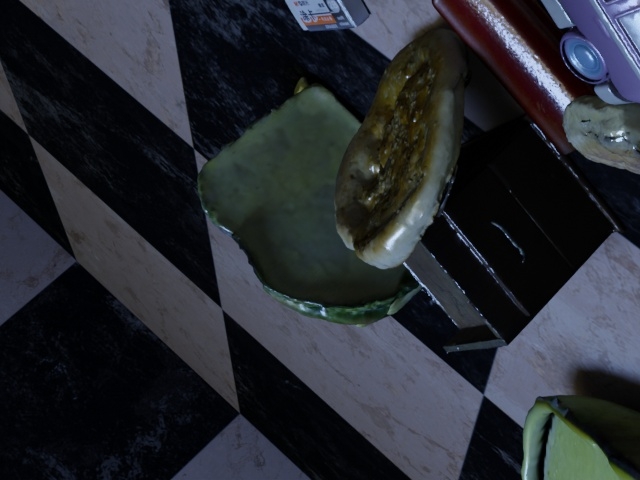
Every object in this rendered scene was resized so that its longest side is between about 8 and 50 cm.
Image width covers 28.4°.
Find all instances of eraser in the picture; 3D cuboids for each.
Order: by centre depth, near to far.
[{"bbox_3d":[0.006,-0.276,1.493,0.122,0.029,0.052,12,140,57],"label":"eraser"}]

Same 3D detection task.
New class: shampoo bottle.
[{"bbox_3d":[0.180,-0.203,1.222,0.260,0.064,0.102,49,161,-3],"label":"shampoo bottle"}]

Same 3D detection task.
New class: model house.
[{"bbox_3d":[0.000,0.000,1.700,0.321,0.261,0.266,46,163,16],"label":"model house"}]

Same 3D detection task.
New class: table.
[{"bbox_3d":[0.185,-0.004,1.396,0.169,0.193,0.172,50,160,-7],"label":"table"}]

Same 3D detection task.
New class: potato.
[{"bbox_3d":[0.401,0.325,1.620,0.280,0.213,0.330,-119,29,-54],"label":"potato"}]

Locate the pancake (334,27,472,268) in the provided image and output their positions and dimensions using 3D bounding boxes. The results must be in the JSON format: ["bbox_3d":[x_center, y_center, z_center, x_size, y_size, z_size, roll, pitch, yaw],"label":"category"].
[{"bbox_3d":[0.087,-0.101,1.327,0.049,0.282,0.282,18,168,-18],"label":"pancake"}]

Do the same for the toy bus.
[{"bbox_3d":[0.244,-0.211,0.961,0.202,0.142,0.142,54,160,-15],"label":"toy bus"}]

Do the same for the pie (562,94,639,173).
[{"bbox_3d":[0.312,-0.073,1.103,0.218,0.052,0.185,17,179,-7],"label":"pie"}]
